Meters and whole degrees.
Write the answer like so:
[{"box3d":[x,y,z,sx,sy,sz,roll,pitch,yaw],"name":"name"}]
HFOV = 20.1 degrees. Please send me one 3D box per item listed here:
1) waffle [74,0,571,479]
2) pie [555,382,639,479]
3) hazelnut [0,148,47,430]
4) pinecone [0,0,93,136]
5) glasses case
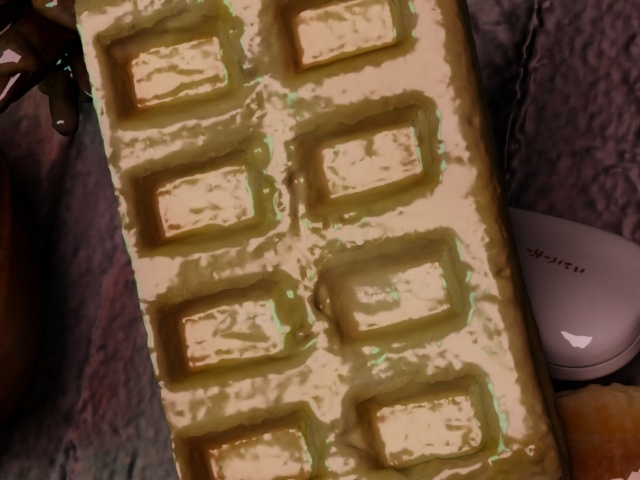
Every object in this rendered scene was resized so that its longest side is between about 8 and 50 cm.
[{"box3d":[0.000,0.000,0.772,0.168,0.057,0.274,-13,84,7],"name":"waffle"},{"box3d":[0.124,0.226,0.775,0.339,0.083,0.339,-7,74,25],"name":"pie"},{"box3d":[-0.233,0.014,0.933,0.208,0.208,0.208,-5,77,23],"name":"hazelnut"},{"box3d":[-0.095,-0.201,0.887,0.244,0.244,0.309,36,107,26],"name":"pinecone"},{"box3d":[0.065,0.018,0.847,0.193,0.049,0.074,11,53,33],"name":"glasses case"}]
